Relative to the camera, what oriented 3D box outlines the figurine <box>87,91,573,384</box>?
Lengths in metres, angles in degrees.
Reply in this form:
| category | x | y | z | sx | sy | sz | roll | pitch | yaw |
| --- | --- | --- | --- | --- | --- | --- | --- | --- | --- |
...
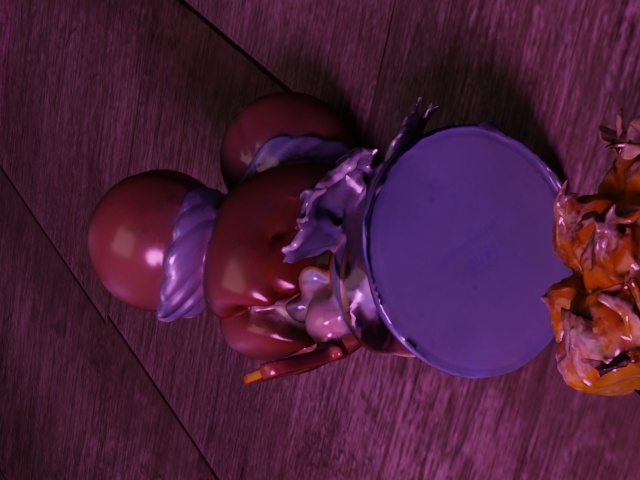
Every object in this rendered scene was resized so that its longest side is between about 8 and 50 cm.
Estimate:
| category | x | y | z | sx | sy | sz | roll | pitch | yaw |
| --- | --- | --- | --- | --- | --- | --- | --- | --- | --- |
| figurine | 0.000 | 0.001 | 1.142 | 0.388 | 0.276 | 0.248 | -11 | 108 | 62 |

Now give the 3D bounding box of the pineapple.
| category | x | y | z | sx | sy | sz | roll | pitch | yaw |
| --- | --- | --- | --- | --- | --- | --- | --- | --- | --- |
| pineapple | 0.225 | 0.017 | 0.843 | 0.236 | 0.186 | 0.114 | -58 | 10 | -30 |
